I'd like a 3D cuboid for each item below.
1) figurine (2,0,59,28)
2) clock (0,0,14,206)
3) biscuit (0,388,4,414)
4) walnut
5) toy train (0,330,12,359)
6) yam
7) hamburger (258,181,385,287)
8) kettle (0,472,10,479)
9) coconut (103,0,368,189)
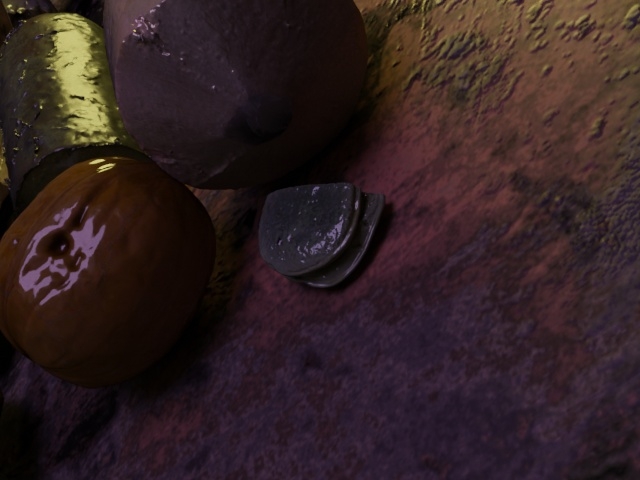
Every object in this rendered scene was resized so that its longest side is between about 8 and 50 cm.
[{"bbox_3d":[-0.396,-0.418,1.810,0.387,0.207,0.166,-46,1,-13],"label":"figurine"},{"bbox_3d":[-0.519,-0.143,1.585,0.250,0.368,0.377,-6,55,3],"label":"clock"},{"bbox_3d":[-0.415,0.279,1.331,0.305,0.038,0.305,-47,20,23],"label":"biscuit"},{"bbox_3d":[-0.202,0.024,1.205,0.222,0.195,0.195,-56,34,0],"label":"walnut"},{"bbox_3d":[-0.407,0.134,1.484,0.148,0.038,0.071,-16,50,41],"label":"toy train"},{"bbox_3d":[-0.270,-0.123,1.424,0.168,0.168,0.304,-45,35,16],"label":"yam"},{"bbox_3d":[-0.002,-0.001,1.102,0.121,0.054,0.084,-8,54,38],"label":"hamburger"},{"bbox_3d":[-0.368,0.295,1.013,0.361,0.376,0.250,-39,38,25],"label":"kettle"},{"bbox_3d":[-0.079,-0.169,1.179,0.239,0.239,0.244,-48,33,12],"label":"coconut"}]
